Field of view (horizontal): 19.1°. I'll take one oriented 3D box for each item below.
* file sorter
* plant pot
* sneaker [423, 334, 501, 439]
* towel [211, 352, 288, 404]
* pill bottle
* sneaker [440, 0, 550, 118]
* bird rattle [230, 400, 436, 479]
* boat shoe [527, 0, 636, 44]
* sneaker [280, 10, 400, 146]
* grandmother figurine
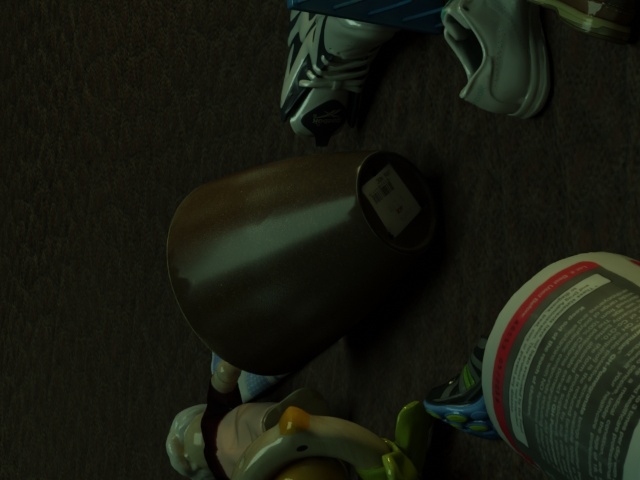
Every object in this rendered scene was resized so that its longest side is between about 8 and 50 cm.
[{"bbox_3d":[0.070,-0.273,1.819,0.104,0.170,0.118,-5,80,60],"label":"file sorter"},{"bbox_3d":[0.000,0.000,1.894,0.230,0.215,0.215,-27,59,44],"label":"plant pot"},{"bbox_3d":[0.155,0.125,1.690,0.188,0.067,0.078,-38,30,59],"label":"sneaker"},{"bbox_3d":[-0.063,0.063,2.180,0.285,0.034,0.209,-39,51,56],"label":"towel"},{"bbox_3d":[0.258,0.132,1.324,0.318,0.176,0.176,-145,64,-62],"label":"pill bottle"},{"bbox_3d":[0.148,-0.214,1.725,0.080,0.094,0.212,132,137,-53],"label":"sneaker"},{"bbox_3d":[0.011,0.247,1.810,0.253,0.207,0.143,-52,21,34],"label":"bird rattle"},{"bbox_3d":[0.214,-0.223,1.632,0.178,0.064,0.060,42,117,52],"label":"boat shoe"},{"bbox_3d":[0.020,-0.173,1.986,0.235,0.094,0.153,-170,84,-66],"label":"sneaker"},{"bbox_3d":[-0.083,0.233,2.114,0.342,0.104,0.208,177,93,-67],"label":"grandmother figurine"}]
